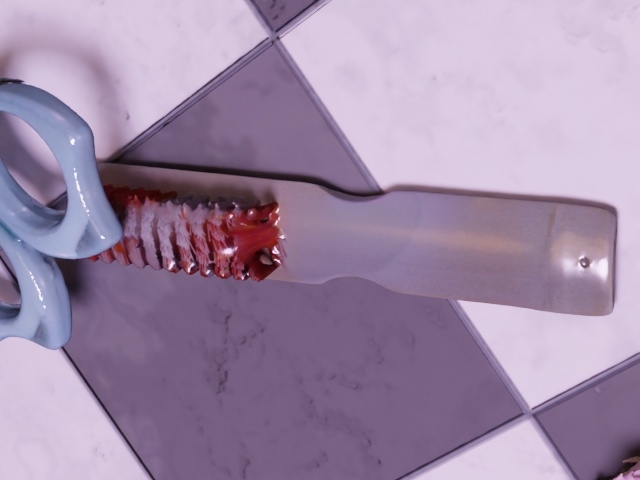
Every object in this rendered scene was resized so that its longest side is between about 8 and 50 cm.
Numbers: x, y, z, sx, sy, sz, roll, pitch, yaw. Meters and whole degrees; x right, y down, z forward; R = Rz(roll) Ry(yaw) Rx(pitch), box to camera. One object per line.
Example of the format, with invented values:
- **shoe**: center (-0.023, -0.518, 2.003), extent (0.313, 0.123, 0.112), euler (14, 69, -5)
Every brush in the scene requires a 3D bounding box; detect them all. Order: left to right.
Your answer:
- **brush**: center (0.000, 0.000, 0.854), extent (0.321, 0.050, 0.060), euler (6, 107, 23)

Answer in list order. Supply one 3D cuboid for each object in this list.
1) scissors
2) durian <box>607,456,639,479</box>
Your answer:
- **scissors**: center (-0.253, -0.091, 0.930), extent (0.360, 0.029, 0.191), euler (46, 135, 16)
- **durian**: center (0.180, 0.168, 0.807), extent (0.182, 0.165, 0.132), euler (-25, 53, 6)
